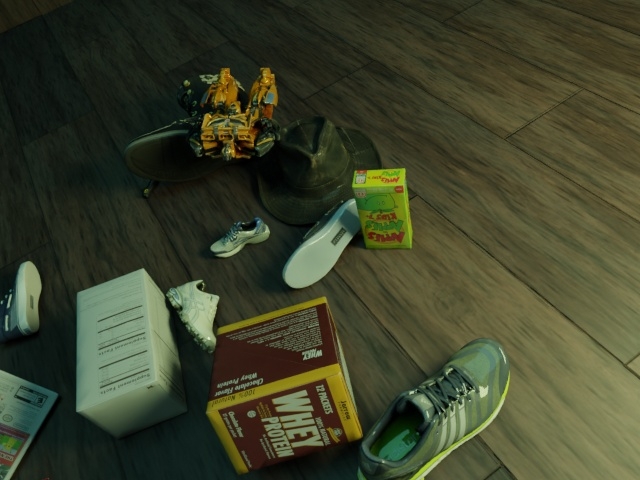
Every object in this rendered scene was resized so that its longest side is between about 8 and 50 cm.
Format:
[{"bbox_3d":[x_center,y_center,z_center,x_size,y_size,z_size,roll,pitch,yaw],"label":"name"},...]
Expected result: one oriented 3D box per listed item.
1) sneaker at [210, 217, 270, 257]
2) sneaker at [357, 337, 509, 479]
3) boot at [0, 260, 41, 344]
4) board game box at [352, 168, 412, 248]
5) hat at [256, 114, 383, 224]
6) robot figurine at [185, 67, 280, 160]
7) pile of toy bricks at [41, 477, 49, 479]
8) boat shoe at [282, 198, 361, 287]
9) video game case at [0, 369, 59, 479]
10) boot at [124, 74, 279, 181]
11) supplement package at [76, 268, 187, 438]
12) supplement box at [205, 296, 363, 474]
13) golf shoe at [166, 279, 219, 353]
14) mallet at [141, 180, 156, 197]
[{"bbox_3d":[-0.181,-0.013,1.082,0.135,0.058,0.052,-26,49,-6],"label":"sneaker"},{"bbox_3d":[0.171,0.248,0.728,0.300,0.121,0.111,-41,53,-18],"label":"sneaker"},{"bbox_3d":[-0.668,0.132,1.089,0.086,0.069,0.190,-20,51,-5],"label":"boot"},{"bbox_3d":[0.121,-0.055,0.951,0.092,0.181,0.043,-1,51,15],"label":"board game box"},{"bbox_3d":[-0.015,-0.198,1.142,0.331,0.134,0.331,-7,49,9],"label":"hat"},{"bbox_3d":[-0.191,-0.288,1.137,0.211,0.085,0.291,0,46,4],"label":"robot figurine"},{"bbox_3d":[-0.436,0.474,0.740,0.105,0.118,0.212,-45,66,13],"label":"pile of toy bricks"},{"bbox_3d":[0.000,0.000,1.016,0.228,0.080,0.076,-51,27,-12],"label":"boat shoe"},{"bbox_3d":[-0.602,0.315,0.870,0.201,0.023,0.183,30,54,-16],"label":"video game case"},{"bbox_3d":[-0.323,-0.303,1.294,0.377,0.138,0.284,-19,48,-14],"label":"boot"},{"bbox_3d":[-0.341,0.198,0.899,0.134,0.139,0.244,-21,48,-4],"label":"supplement package"},{"bbox_3d":[-0.056,0.214,0.772,0.191,0.129,0.194,-17,26,1],"label":"supplement box"},{"bbox_3d":[-0.230,0.137,0.970,0.086,0.069,0.176,-30,51,-18],"label":"golf shoe"},{"bbox_3d":[-0.427,-0.190,1.315,0.062,0.039,0.190,13,60,23],"label":"mallet"}]
